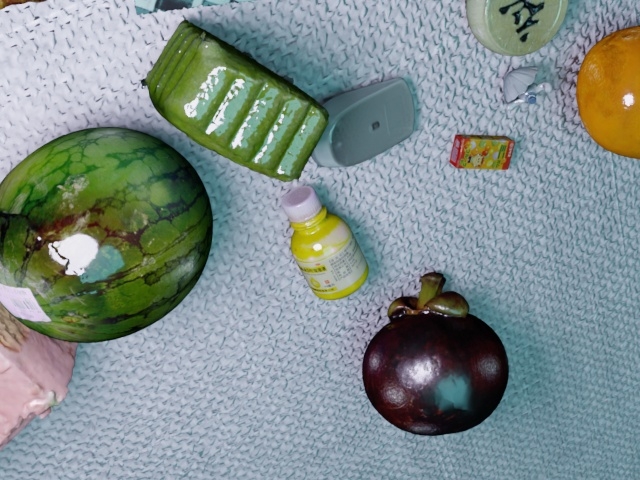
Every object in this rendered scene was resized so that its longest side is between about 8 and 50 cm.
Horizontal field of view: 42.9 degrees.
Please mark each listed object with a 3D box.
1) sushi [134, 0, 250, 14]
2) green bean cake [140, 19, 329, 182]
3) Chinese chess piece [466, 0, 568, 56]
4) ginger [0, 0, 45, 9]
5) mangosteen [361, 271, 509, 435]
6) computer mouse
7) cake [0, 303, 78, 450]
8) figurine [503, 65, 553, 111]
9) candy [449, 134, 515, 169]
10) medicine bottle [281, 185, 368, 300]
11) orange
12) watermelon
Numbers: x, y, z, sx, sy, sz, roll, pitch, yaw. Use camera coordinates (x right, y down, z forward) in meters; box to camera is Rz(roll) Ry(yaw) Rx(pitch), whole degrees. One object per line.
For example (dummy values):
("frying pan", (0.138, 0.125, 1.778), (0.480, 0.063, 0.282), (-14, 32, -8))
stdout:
("sushi", (-0.161, -0.497, 1.251), (0.293, 0.059, 0.292), (-15, 120, -14))
("green bean cake", (-0.135, -0.218, 1.289), (0.246, 0.250, 0.156), (26, 104, -30))
("Chinese chess piece", (0.355, -0.427, 1.466), (0.188, 0.083, 0.189), (-9, 117, -18))
("ginger", (-0.479, -0.388, 1.182), (0.162, 0.073, 0.103), (-15, 134, -20))
("mangosteen", (0.236, 0.249, 1.650), (0.297, 0.297, 0.293), (3, 117, -22))
("computer mouse", (0.072, -0.212, 1.477), (0.230, 0.079, 0.128), (-25, 126, -25))
("cake", (-0.601, 0.187, 1.302), (0.314, 0.293, 0.307), (-34, 120, 6))
("figurine", (0.385, -0.286, 1.545), (0.082, 0.086, 0.094), (34, 100, -33))
("candy", (0.318, -0.174, 1.606), (0.121, 0.038, 0.062), (-1, 116, -20))
("medicine bottle", (0.000, 0.000, 1.526), (0.121, 0.122, 0.213), (-30, 122, -4))
("orange", (0.621, -0.282, 1.550), (0.261, 0.261, 0.261), (-9, 118, -16))
("watermelon", (-0.341, -0.010, 1.271), (0.363, 0.363, 0.363), (-9, 118, -16))
